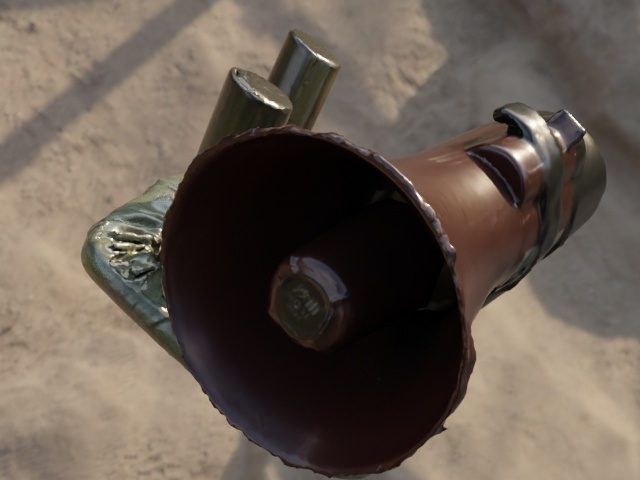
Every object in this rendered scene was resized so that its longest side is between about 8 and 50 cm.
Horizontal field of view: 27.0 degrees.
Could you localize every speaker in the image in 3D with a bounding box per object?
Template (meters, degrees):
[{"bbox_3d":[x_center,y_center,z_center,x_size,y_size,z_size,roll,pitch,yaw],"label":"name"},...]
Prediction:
[{"bbox_3d":[0.060,0.038,0.843,0.198,0.259,0.329,25,21,26],"label":"speaker"}]

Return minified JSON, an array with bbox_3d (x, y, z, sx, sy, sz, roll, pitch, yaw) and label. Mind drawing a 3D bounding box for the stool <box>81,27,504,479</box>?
[{"bbox_3d":[0.000,0.000,1.132,0.310,0.226,0.310,39,19,-1],"label":"stool"}]
